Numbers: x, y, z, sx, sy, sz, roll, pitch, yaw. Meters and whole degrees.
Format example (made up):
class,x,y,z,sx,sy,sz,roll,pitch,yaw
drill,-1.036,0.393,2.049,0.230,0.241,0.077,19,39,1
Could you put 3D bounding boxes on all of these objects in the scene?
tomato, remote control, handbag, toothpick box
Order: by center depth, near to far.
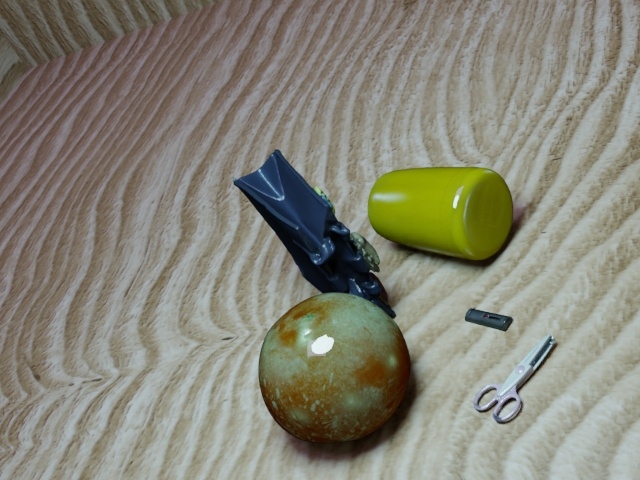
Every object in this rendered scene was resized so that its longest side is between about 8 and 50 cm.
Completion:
class,x,y,z,sx,sy,sz,roll,pitch,yaw
tomato,0.016,0.208,1.665,0.270,0.223,0.270,-19,39,16
remote control,0.297,0.137,1.717,0.091,0.016,0.034,10,57,45
handbag,0.000,0.000,1.864,0.122,0.303,0.329,-39,35,-6
toothpick box,0.222,-0.060,1.888,0.271,0.175,0.175,8,50,48

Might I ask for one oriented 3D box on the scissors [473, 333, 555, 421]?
class,x,y,z,sx,sy,sz,roll,pitch,yaw
scissors,0.327,0.221,1.582,0.176,0.022,0.085,-46,33,-14
